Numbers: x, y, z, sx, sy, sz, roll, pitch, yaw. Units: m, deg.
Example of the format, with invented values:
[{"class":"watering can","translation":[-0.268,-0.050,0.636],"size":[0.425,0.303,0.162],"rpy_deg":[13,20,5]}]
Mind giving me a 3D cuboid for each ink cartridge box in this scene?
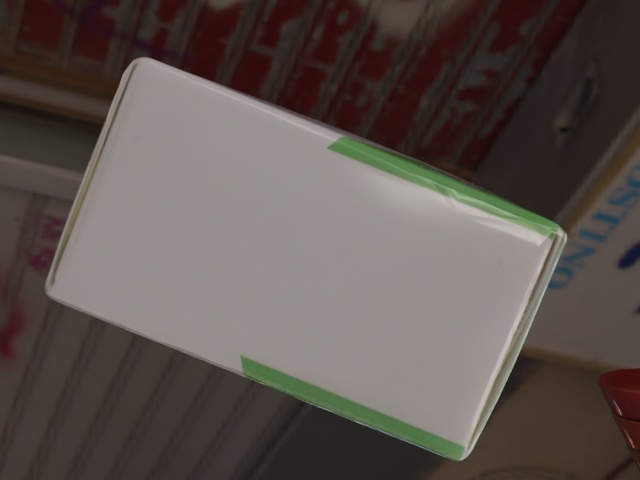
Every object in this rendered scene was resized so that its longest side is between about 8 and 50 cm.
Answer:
[{"class":"ink cartridge box","translation":[0.000,0.000,0.710],"size":[0.289,0.211,0.121],"rpy_deg":[-42,154,-85]}]

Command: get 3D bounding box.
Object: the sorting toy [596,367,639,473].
[{"class":"sorting toy","translation":[0.323,0.186,0.967],"size":[0.365,0.127,0.126],"rpy_deg":[-156,-117,-75]}]
